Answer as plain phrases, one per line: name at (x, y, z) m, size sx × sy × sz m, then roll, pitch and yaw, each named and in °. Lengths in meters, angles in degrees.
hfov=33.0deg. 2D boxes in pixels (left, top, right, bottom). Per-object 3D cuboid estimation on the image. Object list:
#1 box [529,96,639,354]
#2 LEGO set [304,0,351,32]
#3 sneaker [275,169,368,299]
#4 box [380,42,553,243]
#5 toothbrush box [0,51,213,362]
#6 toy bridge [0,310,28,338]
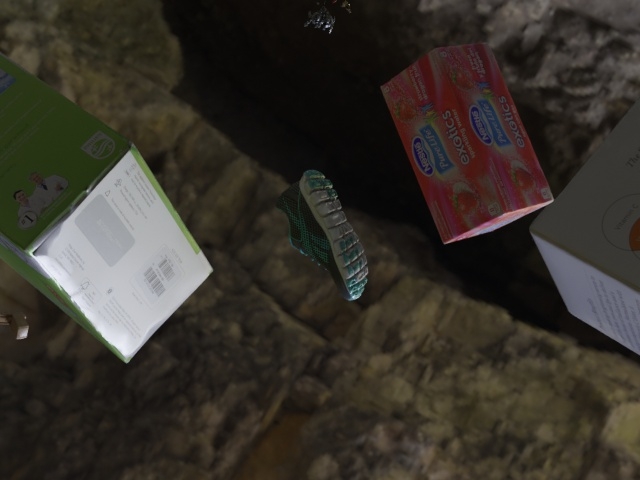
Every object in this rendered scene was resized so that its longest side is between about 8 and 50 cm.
box at (0.208, 0.006, 0.492) m, size 0.170 × 0.130 × 0.091 m, roll 34°, pitch 169°, yaw 37°
LEGO set at (0.013, -0.368, 1.760) m, size 0.054 × 0.083 × 0.023 m, roll 45°, pitch -179°, yaw -25°
sneaker at (0.000, 0.000, 1.327) m, size 0.065 × 0.076 × 0.166 m, roll -14°, pitch -100°, yaw -59°
box at (0.244, -0.165, 1.824) m, size 0.142 × 0.300 × 0.154 m, roll -15°, pitch 171°, yaw -41°
toothbrush box at (-0.256, -0.049, 0.944) m, size 0.283 × 0.122 × 0.206 m, roll 32°, pitch 162°, yaw 29°
toy bridge at (-0.484, 0.114, 1.438) m, size 0.188 × 0.026 × 0.063 m, roll -7°, pitch -136°, yaw -35°
